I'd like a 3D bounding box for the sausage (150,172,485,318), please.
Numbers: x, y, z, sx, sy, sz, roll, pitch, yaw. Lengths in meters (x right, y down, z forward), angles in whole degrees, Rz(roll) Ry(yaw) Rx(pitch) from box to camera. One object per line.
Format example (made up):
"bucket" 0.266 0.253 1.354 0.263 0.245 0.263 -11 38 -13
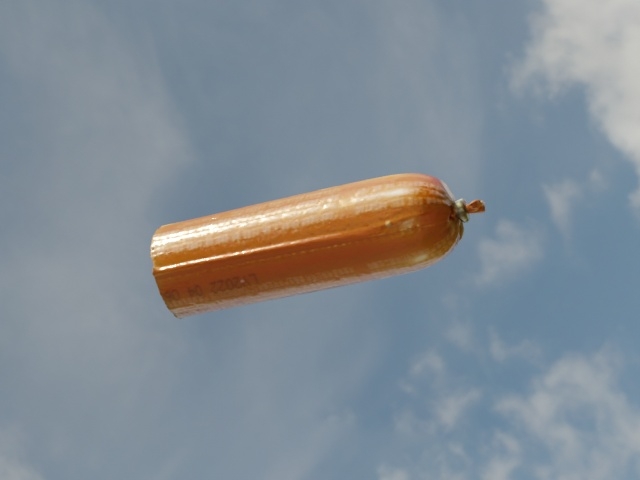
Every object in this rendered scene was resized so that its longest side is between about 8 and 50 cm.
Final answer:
"sausage" 0.000 0.000 0.750 0.234 0.071 0.071 -12 -55 17
